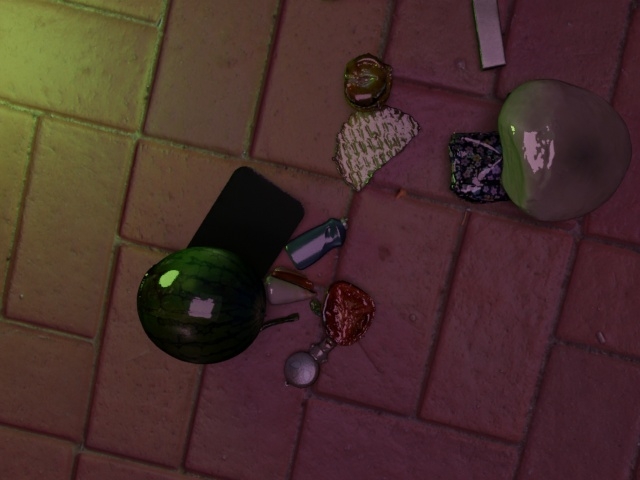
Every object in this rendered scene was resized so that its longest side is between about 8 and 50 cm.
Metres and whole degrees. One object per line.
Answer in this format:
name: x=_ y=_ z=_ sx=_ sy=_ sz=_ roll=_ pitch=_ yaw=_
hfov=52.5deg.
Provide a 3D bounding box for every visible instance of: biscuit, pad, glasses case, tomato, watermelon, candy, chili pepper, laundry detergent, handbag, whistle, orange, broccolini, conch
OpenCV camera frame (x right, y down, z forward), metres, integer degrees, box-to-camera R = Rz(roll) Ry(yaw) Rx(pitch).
biscuit: x=0.145 y=-0.294 z=1.902 sx=0.273 sy=0.036 sz=0.187 roll=-42 pitch=91 yaw=5
pad: x=-0.254 y=-0.039 z=1.943 sx=0.315 sy=0.063 sz=0.375 roll=35 pitch=105 yaw=-1
glasses case: x=0.484 y=-0.597 z=1.864 sx=0.071 sy=0.047 sz=0.205 roll=-9 pitch=93 yaw=7
tomato: x=0.064 y=0.214 z=1.904 sx=0.166 sy=0.082 sz=0.174 roll=31 pitch=80 yaw=-13
watermelon: x=-0.322 y=0.179 z=1.801 sx=0.363 sy=0.363 sz=0.363 roll=0 pitch=93 yaw=3
candy: x=0.682 y=-0.244 z=1.767 sx=0.427 sy=0.186 sz=0.386 roll=-3 pitch=95 yaw=-25
chili pepper: x=0.000 y=0.211 z=1.940 sx=0.091 sy=0.030 sz=0.034 roll=45 pitch=69 yaw=-2
laundry detergent: x=0.000 y=0.000 z=1.914 sx=0.206 sy=0.061 sz=0.097 roll=-33 pitch=83 yaw=3
handbag: x=0.475 y=-0.206 z=1.845 sx=0.228 sy=0.127 sz=0.208 roll=-1 pitch=98 yaw=-5
whistle: x=-0.026 y=0.357 z=1.938 sx=0.220 sy=0.057 sz=0.107 roll=-45 pitch=77 yaw=0
orange: x=0.131 y=-0.444 z=1.859 sx=0.170 sy=0.112 sz=0.160 roll=-34 pitch=79 yaw=-19
broccolini: x=-0.186 y=0.270 z=1.941 sx=0.254 sy=0.057 sz=0.071 roll=-19 pitch=135 yaw=7
conch: x=-0.097 y=0.139 z=1.911 sx=0.176 sy=0.094 sz=0.104 roll=-3 pitch=53 yaw=-1
